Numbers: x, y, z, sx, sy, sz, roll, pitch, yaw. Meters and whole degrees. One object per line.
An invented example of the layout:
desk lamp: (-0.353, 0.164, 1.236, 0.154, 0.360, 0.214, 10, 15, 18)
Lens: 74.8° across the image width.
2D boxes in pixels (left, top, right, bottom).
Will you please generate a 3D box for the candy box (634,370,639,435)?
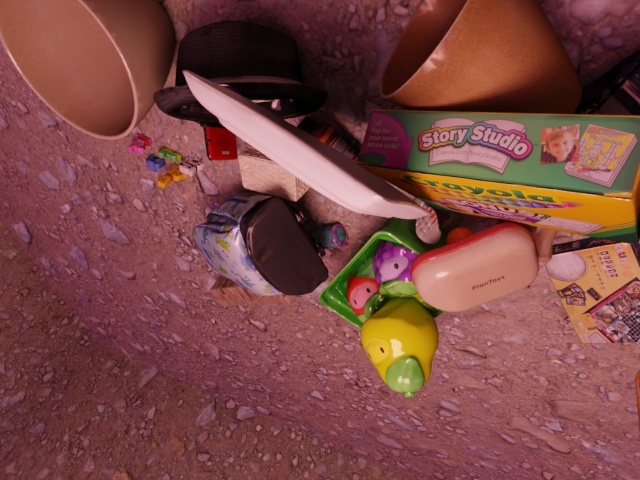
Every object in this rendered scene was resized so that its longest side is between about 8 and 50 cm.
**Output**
candy box: (0.765, 0.392, 0.897, 0.087, 0.316, 0.183, 14, 137, 22)

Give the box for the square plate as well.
square plate: (0.000, -0.128, 0.677, 0.347, 0.344, 0.049, 37, 104, 20)

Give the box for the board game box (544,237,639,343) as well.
board game box: (0.599, 0.109, 0.884, 0.165, 0.042, 0.243, -17, 109, 46)

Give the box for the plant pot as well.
plant pot: (0.263, -0.264, 0.647, 0.254, 0.237, 0.237, 26, 142, -16)

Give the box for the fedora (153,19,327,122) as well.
fedora: (-0.155, -0.328, 0.820, 0.334, 0.334, 0.152, 0, 98, 32)

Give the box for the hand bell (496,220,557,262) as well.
hand bell: (0.460, -0.085, 0.790, 0.126, 0.126, 0.242, 29, 128, 3)

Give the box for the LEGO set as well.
LEGO set: (-0.459, -0.212, 1.216, 0.227, 0.093, 0.087, 24, 139, 8)

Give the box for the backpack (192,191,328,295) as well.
backpack: (-0.186, 0.001, 1.135, 0.355, 0.273, 0.290, 41, 165, 55)

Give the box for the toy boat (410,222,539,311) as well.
toy boat: (0.287, 0.033, 0.816, 0.231, 0.151, 0.151, -24, 127, 13)

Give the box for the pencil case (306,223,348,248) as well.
pencil case: (0.000, 0.000, 1.170, 0.152, 0.064, 0.070, -13, 119, 39)

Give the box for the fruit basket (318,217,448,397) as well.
fruit basket: (0.163, 0.157, 0.999, 0.283, 0.392, 0.392, 34, 140, -2)

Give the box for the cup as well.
cup: (-0.454, -0.420, 0.892, 0.331, 0.237, 0.331, 17, 138, 16)

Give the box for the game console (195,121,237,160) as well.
game console: (-0.272, -0.252, 1.009, 0.085, 0.144, 0.124, -2, 101, 15)

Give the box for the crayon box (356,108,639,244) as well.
crayon box: (0.294, -0.099, 0.664, 0.363, 0.106, 0.313, 16, -178, 39)

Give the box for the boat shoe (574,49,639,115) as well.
boat shoe: (0.563, -0.161, 0.607, 0.340, 0.127, 0.158, 31, 146, 1)

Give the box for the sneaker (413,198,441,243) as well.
sneaker: (0.247, -0.042, 0.922, 0.065, 0.158, 0.061, 28, 121, -20)

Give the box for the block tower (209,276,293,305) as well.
block tower: (-0.234, 0.162, 1.458, 0.335, 0.091, 0.097, -7, 127, 36)

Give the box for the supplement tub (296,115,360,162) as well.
supplement tub: (0.023, -0.187, 0.935, 0.198, 0.106, 0.106, 40, 139, -10)

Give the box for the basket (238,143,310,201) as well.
basket: (-0.107, -0.176, 1.028, 0.167, 0.103, 0.113, 17, 137, 18)
